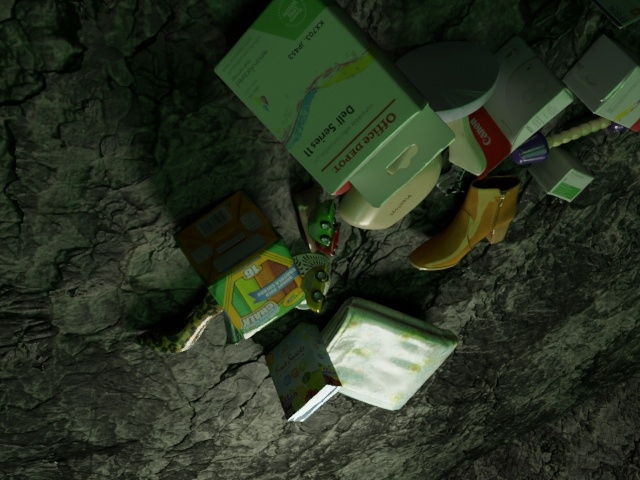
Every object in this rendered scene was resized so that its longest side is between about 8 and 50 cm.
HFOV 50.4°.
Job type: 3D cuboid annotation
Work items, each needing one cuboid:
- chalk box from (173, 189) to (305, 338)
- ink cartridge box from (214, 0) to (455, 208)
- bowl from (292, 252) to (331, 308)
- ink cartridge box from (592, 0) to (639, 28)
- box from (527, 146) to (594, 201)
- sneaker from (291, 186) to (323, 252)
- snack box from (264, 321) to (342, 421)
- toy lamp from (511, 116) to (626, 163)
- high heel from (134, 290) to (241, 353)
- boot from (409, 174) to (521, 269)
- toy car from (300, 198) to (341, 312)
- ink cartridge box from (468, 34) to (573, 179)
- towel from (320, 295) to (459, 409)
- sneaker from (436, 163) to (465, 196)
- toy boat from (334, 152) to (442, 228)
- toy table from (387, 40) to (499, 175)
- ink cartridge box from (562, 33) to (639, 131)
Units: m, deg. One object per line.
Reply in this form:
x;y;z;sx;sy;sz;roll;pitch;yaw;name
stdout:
-0.153;0.073;1.457;0.180;0.179;0.289;-35;142;-8;chalk box
0.029;-0.223;1.104;0.207;0.353;0.119;-43;-178;22;ink cartridge box
-0.040;0.117;1.676;0.170;0.080;0.170;-15;142;-12;bowl
0.556;-0.477;1.181;0.224;0.223;0.045;-29;148;7;ink cartridge box
0.588;-0.165;1.665;0.101;0.102;0.087;13;127;-37;box
-0.012;-0.043;1.514;0.071;0.066;0.188;-25;144;-9;sneaker
-0.051;0.356;1.848;0.070;0.207;0.174;19;124;-42;snack box
0.576;-0.245;1.588;0.274;0.080;0.080;-19;142;-9;toy lamp
-0.324;0.169;1.614;0.261;0.093;0.186;-5;115;-1;high heel
0.355;-0.054;1.686;0.295;0.104;0.211;-20;137;-15;boot
0.000;0.000;1.393;0.053;0.239;0.225;9;140;7;toy car
0.353;-0.266;1.348;0.232;0.189;0.066;-39;140;19;ink cartridge box
0.158;0.332;1.948;0.374;0.090;0.320;21;126;-20;towel
0.319;-0.141;1.575;0.038;0.069;0.098;20;124;-43;sneaker
0.101;-0.146;1.412;0.318;0.148;0.267;9;137;-46;toy boat
0.216;-0.244;1.275;0.274;0.252;0.161;-29;145;-30;toy table
0.647;-0.339;1.470;0.176;0.128;0.127;9;131;-36;ink cartridge box
